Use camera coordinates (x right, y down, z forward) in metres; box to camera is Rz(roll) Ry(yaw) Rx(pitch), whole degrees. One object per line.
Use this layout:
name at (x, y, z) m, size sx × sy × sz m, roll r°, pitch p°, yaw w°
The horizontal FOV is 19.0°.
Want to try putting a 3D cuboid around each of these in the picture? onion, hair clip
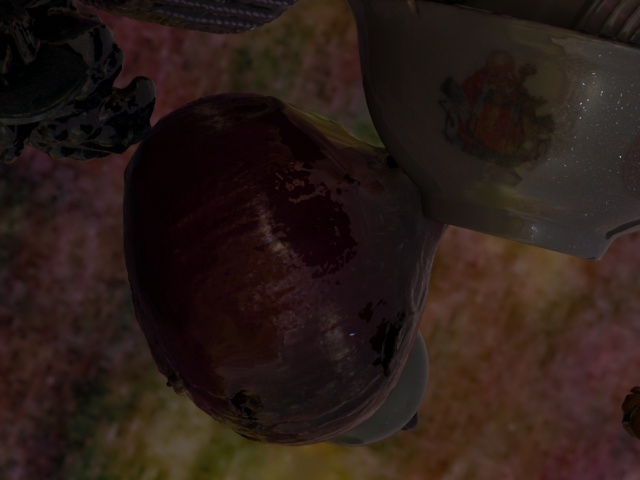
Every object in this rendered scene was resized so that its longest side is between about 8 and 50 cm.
onion at (0.000, 0.000, 1.820) m, size 0.385 × 0.348 × 0.348 m, roll -28°, pitch 172°, yaw -6°
hair clip at (-0.288, -0.121, 1.643) m, size 0.310 × 0.194 × 0.206 m, roll -28°, pitch 154°, yaw -29°

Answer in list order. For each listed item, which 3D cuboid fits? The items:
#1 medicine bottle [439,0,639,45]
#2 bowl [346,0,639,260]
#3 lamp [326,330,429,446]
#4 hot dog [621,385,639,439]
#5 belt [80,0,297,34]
medicine bottle at (0.130, -0.227, 1.458) m, size 0.124 × 0.324 × 0.179 m, roll -2°, pitch 126°, yaw -57°
bowl at (0.165, -0.076, 1.475) m, size 0.345 × 0.345 × 0.157 m, roll -24°, pitch 129°, yaw -86°
lamp at (0.008, 0.123, 2.138) m, size 0.198 × 0.244 × 0.198 m, roll -38°, pitch 149°, yaw -28°
hot dog at (0.358, 0.175, 1.743) m, size 0.072 × 0.188 × 0.055 m, roll -162°, pitch -92°, yaw -73°
belt at (-0.060, -0.265, 0.958) m, size 0.260 × 0.122 × 0.325 m, roll -8°, pitch -101°, yaw 51°
